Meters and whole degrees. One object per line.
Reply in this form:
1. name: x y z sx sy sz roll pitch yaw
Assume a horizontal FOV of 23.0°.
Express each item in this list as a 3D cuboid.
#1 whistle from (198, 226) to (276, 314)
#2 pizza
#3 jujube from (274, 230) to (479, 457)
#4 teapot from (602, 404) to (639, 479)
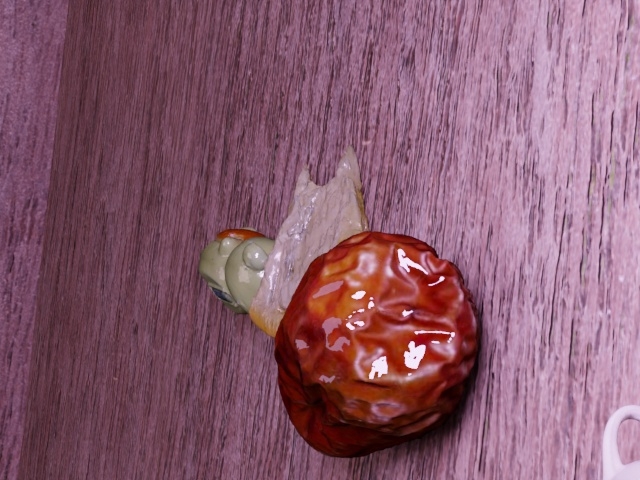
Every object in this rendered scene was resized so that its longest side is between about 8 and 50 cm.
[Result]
1. whistle: -0.097 0.043 2.148 0.106 0.131 0.288 -43 21 -13
2. pizza: 0.000 0.000 1.963 0.181 0.034 0.262 -1 70 41
3. jujube: 0.047 0.125 1.700 0.342 0.216 0.216 112 155 -64
4. teapot: 0.269 0.246 1.280 0.159 0.116 0.245 116 157 -62
